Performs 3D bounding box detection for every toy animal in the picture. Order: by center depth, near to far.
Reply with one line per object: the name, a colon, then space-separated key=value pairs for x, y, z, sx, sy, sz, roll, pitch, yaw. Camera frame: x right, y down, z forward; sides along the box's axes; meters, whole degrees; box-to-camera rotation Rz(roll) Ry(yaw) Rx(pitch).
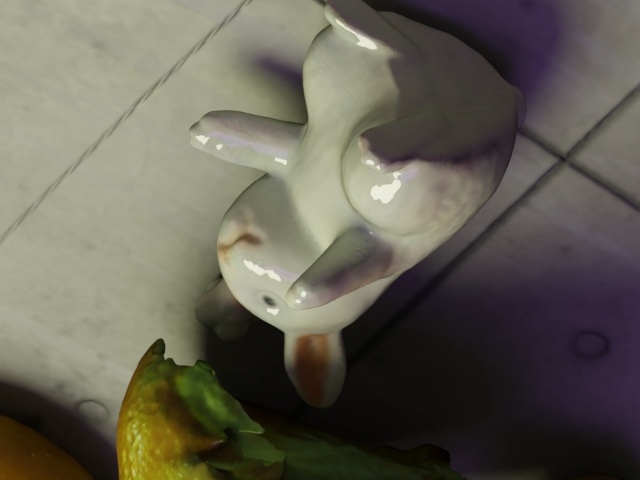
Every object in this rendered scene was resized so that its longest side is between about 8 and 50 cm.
toy animal: x=-0.006 y=-0.006 z=1.036 sx=0.138 sy=0.141 sz=0.282 roll=10 pitch=134 yaw=-43

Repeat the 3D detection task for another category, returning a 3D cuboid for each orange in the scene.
orange: x=-0.001 y=0.190 z=1.096 sx=0.196 sy=0.334 sz=0.262 roll=-48 pitch=141 yaw=-2

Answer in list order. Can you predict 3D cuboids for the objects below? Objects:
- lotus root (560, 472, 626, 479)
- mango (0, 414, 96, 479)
lotus root: x=0.162 y=0.282 z=1.246 sx=0.146 sy=0.160 sz=0.284 roll=42 pitch=129 yaw=16
mango: x=-0.231 y=0.209 z=1.256 sx=0.254 sy=0.139 sz=0.175 roll=34 pitch=142 yaw=-31
